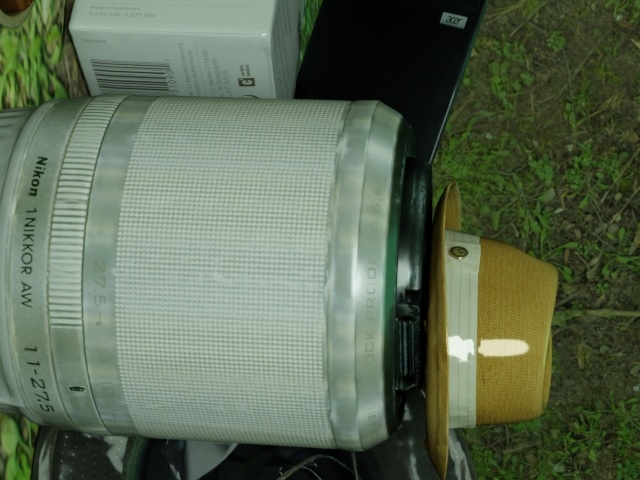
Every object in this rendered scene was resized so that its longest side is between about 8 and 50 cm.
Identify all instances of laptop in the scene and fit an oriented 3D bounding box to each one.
[{"bbox_3d":[0.078,-0.060,1.066,0.264,0.136,0.234,56,-12,-28],"label":"laptop"}]

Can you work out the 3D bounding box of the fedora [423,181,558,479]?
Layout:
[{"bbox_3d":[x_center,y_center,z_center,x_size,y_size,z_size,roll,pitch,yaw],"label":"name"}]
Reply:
[{"bbox_3d":[0.107,0.056,0.848,0.194,0.079,0.194,2,90,-84],"label":"fedora"}]

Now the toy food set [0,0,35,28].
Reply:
[{"bbox_3d":[-0.183,-0.195,0.830,0.192,0.039,0.132,-80,169,-48],"label":"toy food set"}]

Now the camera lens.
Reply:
[{"bbox_3d":[-0.069,0.018,0.865,0.219,0.274,0.219,2,90,-83],"label":"camera lens"}]

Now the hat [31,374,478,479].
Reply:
[{"bbox_3d":[-0.047,0.190,1.029,0.134,0.331,0.331,139,-46,-81],"label":"hat"}]

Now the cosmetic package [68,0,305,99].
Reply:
[{"bbox_3d":[-0.096,-0.188,1.075,0.151,0.151,0.183,83,11,-60],"label":"cosmetic package"}]
